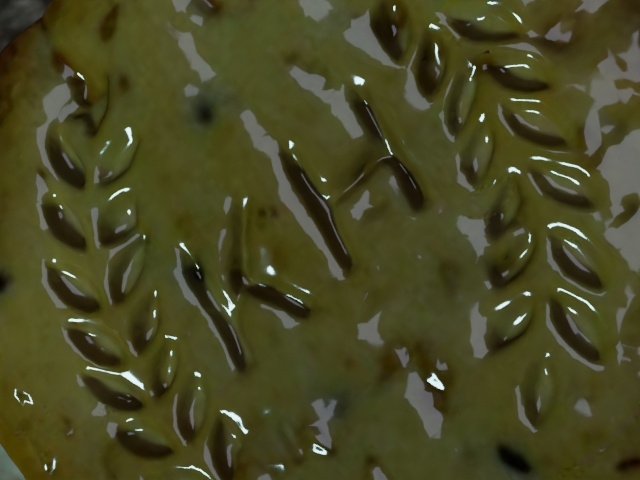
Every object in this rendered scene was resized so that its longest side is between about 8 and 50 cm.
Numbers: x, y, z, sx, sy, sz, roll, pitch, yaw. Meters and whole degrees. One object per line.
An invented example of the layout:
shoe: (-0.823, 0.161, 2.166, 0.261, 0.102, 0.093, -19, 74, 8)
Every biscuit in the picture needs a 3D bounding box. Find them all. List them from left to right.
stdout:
biscuit: (-0.001, 0.000, 0.655, 0.359, 0.046, 0.359, -1, 86, 19)
